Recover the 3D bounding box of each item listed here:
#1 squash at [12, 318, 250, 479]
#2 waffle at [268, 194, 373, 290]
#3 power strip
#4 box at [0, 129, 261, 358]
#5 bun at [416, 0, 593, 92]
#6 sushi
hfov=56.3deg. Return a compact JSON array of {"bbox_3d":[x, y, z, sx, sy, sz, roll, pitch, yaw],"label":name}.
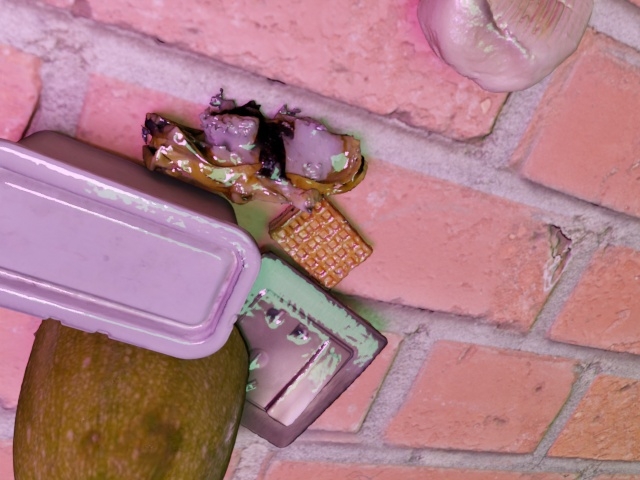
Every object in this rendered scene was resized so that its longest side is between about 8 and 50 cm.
[{"bbox_3d":[-0.241,0.223,0.714,0.310,0.309,0.310,-1,105,-5],"label":"squash"},{"bbox_3d":[0.000,-0.001,0.895,0.102,0.042,0.148,-40,123,5],"label":"waffle"},{"bbox_3d":[-0.069,0.168,0.926,0.251,0.092,0.257,40,98,-15],"label":"power strip"},{"bbox_3d":[-0.237,-0.010,0.696,0.312,0.182,0.175,21,109,-17],"label":"box"},{"bbox_3d":[0.227,-0.298,0.770,0.229,0.145,0.229,3,81,-24],"label":"bun"},{"bbox_3d":[-0.074,-0.110,0.757,0.291,0.139,0.131,9,106,-23],"label":"sushi"}]
